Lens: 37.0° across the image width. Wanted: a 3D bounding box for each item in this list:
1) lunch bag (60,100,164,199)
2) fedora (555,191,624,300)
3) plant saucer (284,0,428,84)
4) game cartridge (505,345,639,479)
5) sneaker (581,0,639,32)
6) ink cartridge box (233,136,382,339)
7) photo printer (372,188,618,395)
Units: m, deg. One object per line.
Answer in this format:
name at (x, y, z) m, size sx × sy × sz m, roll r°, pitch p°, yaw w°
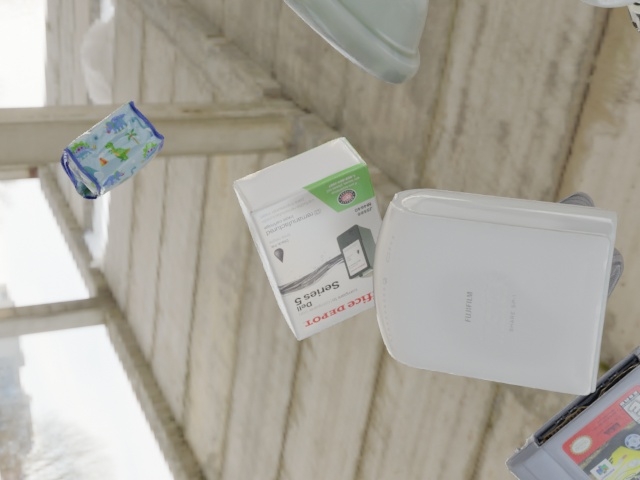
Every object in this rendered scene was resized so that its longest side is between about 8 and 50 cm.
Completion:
lunch bag at (-0.309, -0.124, 1.416) m, size 0.096 × 0.129 × 0.151 m, roll 50°, pitch -17°, yaw 2°
fedora at (0.416, 0.062, 1.621) m, size 0.124 × 0.275 × 0.244 m, roll 41°, pitch -23°, yaw 40°
plant saucer at (-0.025, -0.299, 0.681) m, size 0.100 × 0.400 × 0.400 m, roll -36°, pitch -124°, yaw 19°
game cartridge at (0.431, 0.284, 1.332) m, size 0.294 × 0.196 × 0.060 m, roll -43°, pitch -164°, yaw 11°
sneaker at (0.337, -0.282, 0.915) m, size 0.169 × 0.447 × 0.257 m, roll -13°, pitch -56°, yaw 32°
ink cartridge box at (0.000, 0.000, 1.558) m, size 0.115 × 0.198 × 0.273 m, roll -124°, pitch -167°, yaw -54°
photo printer at (0.220, 0.063, 1.259) m, size 0.107 × 0.307 × 0.256 m, roll -53°, pitch 147°, yaw -58°
